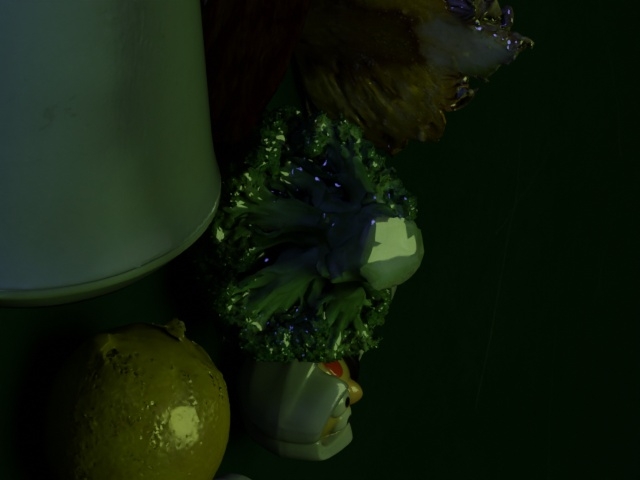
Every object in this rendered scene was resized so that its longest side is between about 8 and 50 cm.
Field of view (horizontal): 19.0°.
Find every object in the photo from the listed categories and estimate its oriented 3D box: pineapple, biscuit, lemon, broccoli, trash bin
[{"bbox_3d":[0.124,-0.263,2.047,0.209,0.286,0.344,-54,144,-43],"label":"pineapple"},{"bbox_3d":[-0.075,-0.283,1.644,0.407,0.091,0.407,12,90,-79],"label":"biscuit"},{"bbox_3d":[-0.167,0.170,1.732,0.173,0.173,0.206,-27,121,-59],"label":"lemon"},{"bbox_3d":[0.000,0.000,1.908,0.270,0.270,0.270,-5,99,-34],"label":"broccoli"},{"bbox_3d":[-0.214,-0.161,1.362,0.280,0.280,0.432,-48,146,-48],"label":"trash bin"}]

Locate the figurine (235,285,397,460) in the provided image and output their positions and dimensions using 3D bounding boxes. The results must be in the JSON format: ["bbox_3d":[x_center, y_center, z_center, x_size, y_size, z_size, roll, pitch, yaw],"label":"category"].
[{"bbox_3d":[-0.007,0.131,2.087,0.176,0.133,0.236,83,24,-51],"label":"figurine"}]

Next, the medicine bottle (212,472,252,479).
[{"bbox_3d":[-0.130,0.303,1.922,0.186,0.102,0.103,-22,117,-59],"label":"medicine bottle"}]
